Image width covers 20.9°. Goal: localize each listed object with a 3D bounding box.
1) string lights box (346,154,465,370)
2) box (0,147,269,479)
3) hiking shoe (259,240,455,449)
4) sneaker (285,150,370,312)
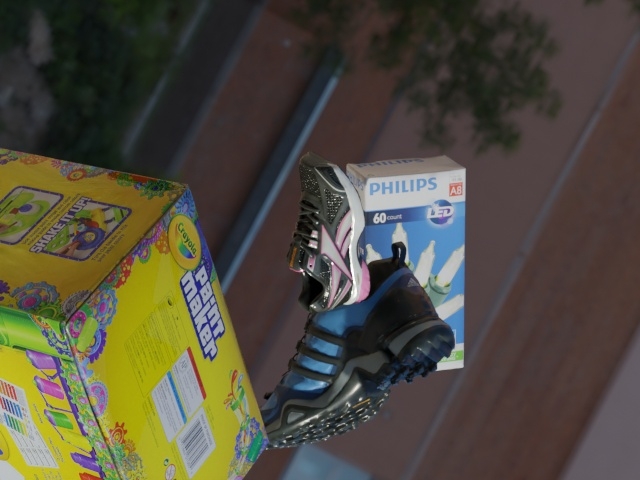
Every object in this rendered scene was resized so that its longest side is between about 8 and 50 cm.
[{"bbox_3d":[0.105,0.032,2.152,0.077,0.133,0.260,-135,-139,-66],"label":"string lights box"},{"bbox_3d":[-0.230,0.095,1.455,0.177,0.279,0.290,-51,141,-38],"label":"box"},{"bbox_3d":[0.020,0.131,1.934,0.304,0.132,0.113,-36,155,32],"label":"hiking shoe"},{"bbox_3d":[0.000,0.000,1.774,0.077,0.178,0.072,-27,-152,-27],"label":"sneaker"}]
